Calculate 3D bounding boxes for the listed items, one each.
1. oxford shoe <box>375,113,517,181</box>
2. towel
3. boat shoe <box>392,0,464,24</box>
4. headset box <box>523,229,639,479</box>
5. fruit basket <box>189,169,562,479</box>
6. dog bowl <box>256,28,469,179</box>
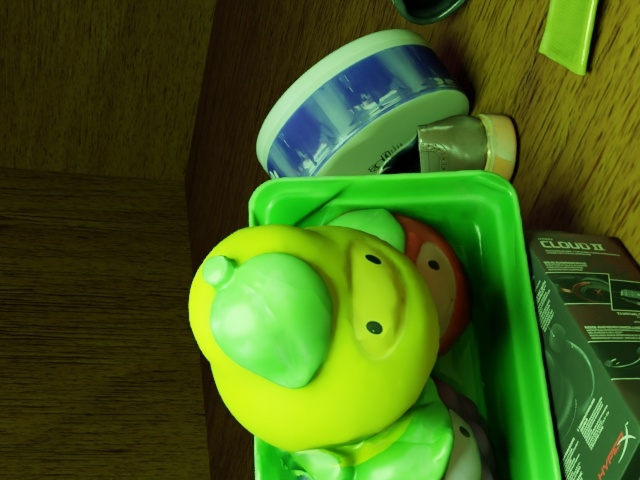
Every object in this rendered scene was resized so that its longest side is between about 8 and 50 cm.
[{"bbox_3d":[0.119,-0.054,1.268,0.364,0.132,0.130,119,150,-57],"label":"oxford shoe"},{"bbox_3d":[0.260,-0.293,0.977,0.102,0.021,0.237,-107,20,-65],"label":"towel"},{"bbox_3d":[0.168,-0.434,1.114,0.500,0.186,0.156,113,151,-62],"label":"boat shoe"},{"bbox_3d":[0.228,0.143,0.873,0.293,0.110,0.218,-109,27,-54],"label":"headset box"},{"bbox_3d":[0.047,0.094,0.793,0.392,0.282,0.392,178,90,-88],"label":"fruit basket"},{"bbox_3d":[0.056,-0.139,1.251,0.104,0.264,0.265,55,149,20],"label":"dog bowl"}]
